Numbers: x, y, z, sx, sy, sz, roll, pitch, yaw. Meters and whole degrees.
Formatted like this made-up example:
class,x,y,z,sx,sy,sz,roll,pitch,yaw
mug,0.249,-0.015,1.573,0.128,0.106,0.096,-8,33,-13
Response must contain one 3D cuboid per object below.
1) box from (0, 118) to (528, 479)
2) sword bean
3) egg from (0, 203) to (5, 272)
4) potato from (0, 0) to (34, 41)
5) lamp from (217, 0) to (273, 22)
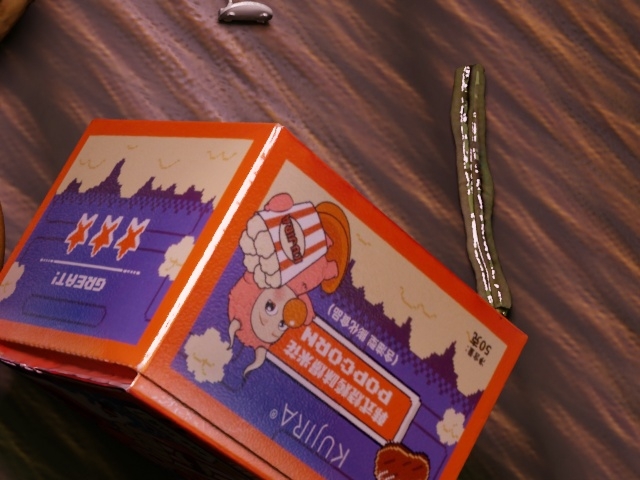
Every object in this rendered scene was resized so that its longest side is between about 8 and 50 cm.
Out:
class,x,y,z,sx,sy,sz,roll,pitch,yaw
box,-0.071,0.090,1.667,0.348,0.318,0.257,40,72,-33
sword bean,0.167,-0.052,1.950,0.043,0.038,0.269,-9,78,13
egg,-0.428,-0.029,1.719,0.250,0.250,0.322,-23,85,-15
potato,-0.387,-0.288,1.827,0.246,0.196,0.300,-18,47,8
lamp,-0.094,-0.323,1.953,0.056,0.050,0.198,-9,81,-9
